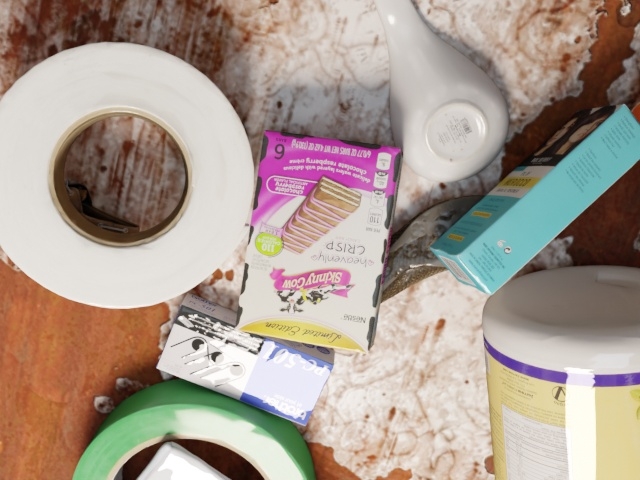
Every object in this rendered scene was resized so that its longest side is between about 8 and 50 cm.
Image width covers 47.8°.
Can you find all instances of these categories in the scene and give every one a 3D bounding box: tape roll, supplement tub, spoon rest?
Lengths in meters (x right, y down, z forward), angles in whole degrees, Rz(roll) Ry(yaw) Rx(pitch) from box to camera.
[{"bbox_3d":[-0.167,0.346,0.972,0.322,0.077,0.321,0,107,1],"label":"tape roll"},{"bbox_3d":[0.319,0.217,0.838,0.241,0.241,0.331,-8,106,4],"label":"supplement tub"},{"bbox_3d":[0.123,-0.189,0.820,0.137,0.084,0.276,-25,117,9],"label":"spoon rest"},{"bbox_3d":[-0.218,-0.070,0.804,0.286,0.100,0.286,-1,97,-13],"label":"tape roll"}]

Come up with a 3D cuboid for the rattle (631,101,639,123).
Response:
[{"bbox_3d":[0.404,-0.061,0.854,0.200,0.143,0.130,33,66,-3],"label":"rattle"}]

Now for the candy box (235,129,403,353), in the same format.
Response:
[{"bbox_3d":[0.000,0.000,0.832,0.159,0.071,0.233,8,93,9],"label":"candy box"}]

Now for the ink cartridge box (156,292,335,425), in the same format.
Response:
[{"bbox_3d":[-0.095,0.153,0.929,0.207,0.046,0.097,23,106,-5],"label":"ink cartridge box"}]

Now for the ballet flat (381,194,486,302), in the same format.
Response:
[{"bbox_3d":[0.111,0.022,0.888,0.250,0.058,0.084,-32,86,4],"label":"ballet flat"}]

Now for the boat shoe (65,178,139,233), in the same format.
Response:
[{"bbox_3d":[-0.305,-0.038,0.875,0.183,0.066,0.066,30,100,-17],"label":"boat shoe"}]

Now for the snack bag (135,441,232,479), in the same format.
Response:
[{"bbox_3d":[-0.156,0.454,0.945,0.343,0.037,0.323,39,104,-9],"label":"snack bag"}]

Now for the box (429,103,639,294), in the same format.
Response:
[{"bbox_3d":[0.242,-0.048,0.806,0.244,0.100,0.060,-42,100,-3],"label":"box"}]
